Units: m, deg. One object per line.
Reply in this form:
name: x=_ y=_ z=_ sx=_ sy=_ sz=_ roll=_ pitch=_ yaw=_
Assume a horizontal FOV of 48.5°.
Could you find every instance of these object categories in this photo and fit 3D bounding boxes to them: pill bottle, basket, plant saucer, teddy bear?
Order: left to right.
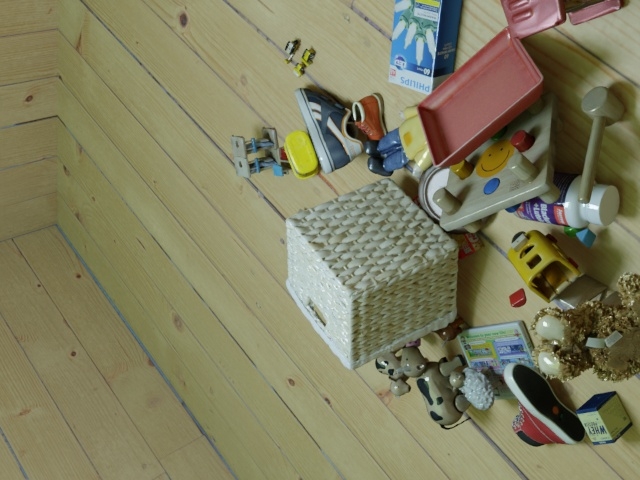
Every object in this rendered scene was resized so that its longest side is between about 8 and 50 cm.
basket: x=0.124 y=0.070 z=1.728 sx=0.328 sy=0.332 sz=0.266 roll=50 pitch=152 yaw=39
plant saucer: x=0.311 y=-0.109 z=1.657 sx=0.199 sy=0.036 sz=0.198 roll=8 pitch=104 yaw=32
plant saucer: x=0.320 y=-0.281 z=1.428 sx=0.048 sy=0.259 sz=0.258 roll=36 pitch=118 yaw=-26
pill bottle: x=0.491 y=-0.083 z=1.434 sx=0.194 sy=0.108 sz=0.108 roll=14 pitch=119 yaw=48
teddy bear: x=0.568 y=0.175 z=1.363 sx=0.338 sy=0.113 sz=0.245 roll=-23 pitch=110 yaw=14

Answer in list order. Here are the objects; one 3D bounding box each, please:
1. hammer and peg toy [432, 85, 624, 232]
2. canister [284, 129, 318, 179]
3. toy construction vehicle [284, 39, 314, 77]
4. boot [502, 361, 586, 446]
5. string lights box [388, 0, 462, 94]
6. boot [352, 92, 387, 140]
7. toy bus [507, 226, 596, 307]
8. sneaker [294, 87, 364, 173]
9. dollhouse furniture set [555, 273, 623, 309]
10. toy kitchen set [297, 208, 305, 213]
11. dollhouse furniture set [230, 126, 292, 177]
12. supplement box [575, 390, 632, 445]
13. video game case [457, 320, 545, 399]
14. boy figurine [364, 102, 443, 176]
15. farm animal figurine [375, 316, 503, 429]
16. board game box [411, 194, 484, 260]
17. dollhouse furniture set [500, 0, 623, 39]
hammer and peg toy: x=0.389 y=-0.170 z=1.383 sx=0.127 sy=0.265 sz=0.361 roll=36 pitch=142 yaw=-26
canister: x=-0.054 y=-0.240 z=1.996 sx=0.170 sy=0.073 sz=0.126 roll=-172 pitch=61 yaw=-88
toy construction vehicle: x=-0.058 y=-0.509 z=1.971 sx=0.086 sy=0.035 sz=0.098 roll=44 pitch=142 yaw=12
boot: x=0.480 y=0.395 z=1.681 sx=0.244 sy=0.088 sz=0.176 roll=47 pitch=147 yaw=-7
string lights box: x=0.233 y=-0.469 z=1.581 sx=0.133 sy=0.077 sz=0.259 roll=29 pitch=130 yaw=38
boot: x=0.121 y=-0.289 z=1.813 sx=0.059 sy=0.085 sz=0.157 roll=10 pitch=118 yaw=47
toy bus: x=0.443 y=0.031 z=1.470 sx=0.104 sy=0.190 sz=0.202 roll=34 pitch=153 yaw=-25
sneaker: x=0.025 y=-0.309 z=1.905 sx=0.126 sy=0.128 sz=0.321 roll=67 pitch=-179 yaw=-51
dollhouse furniture set: x=0.559 y=0.184 z=1.476 sx=0.144 sy=0.123 sz=0.151 roll=33 pitch=132 yaw=38
toy kitchen set: x=-0.045 y=-0.036 z=2.173 sx=0.075 sy=0.083 sz=0.068 roll=29 pitch=171 yaw=40
dollhouse furniture set: x=-0.159 y=-0.263 z=2.140 sx=0.184 sy=0.129 sz=0.128 roll=14 pitch=119 yaw=49
supplement box: x=0.616 y=0.385 z=1.544 sx=0.056 sy=0.083 sz=0.083 roll=-33 pitch=83 yaw=54
video game case: x=0.449 y=0.301 z=1.762 sx=0.212 sy=0.023 sz=0.193 roll=-21 pitch=92 yaw=55
boy figurine: x=0.227 y=-0.241 z=1.681 sx=0.285 sy=0.092 sz=0.177 roll=-26 pitch=64 yaw=51
farm animal figurine: x=0.271 y=0.347 z=1.858 sx=0.326 sy=0.172 sz=0.330 roll=56 pitch=147 yaw=18
board game box: x=0.297 y=-0.034 z=1.756 sx=0.193 sy=0.045 sz=0.147 roll=61 pitch=143 yaw=9
dollhouse furniture set: x=0.495 y=-0.463 z=1.151 sx=0.374 sy=0.201 sz=0.152 roll=-7 pitch=103 yaw=53
